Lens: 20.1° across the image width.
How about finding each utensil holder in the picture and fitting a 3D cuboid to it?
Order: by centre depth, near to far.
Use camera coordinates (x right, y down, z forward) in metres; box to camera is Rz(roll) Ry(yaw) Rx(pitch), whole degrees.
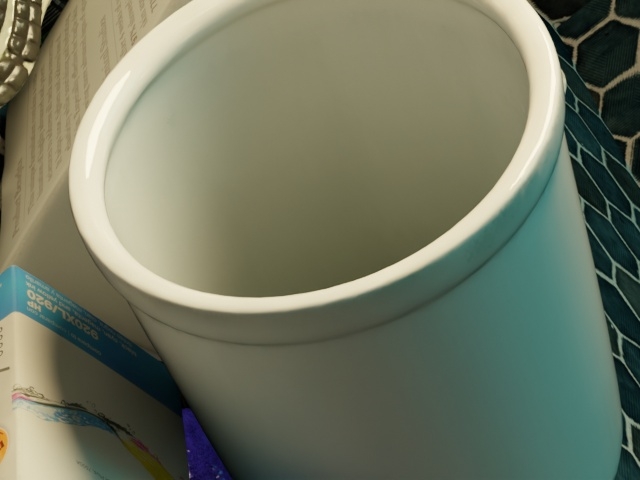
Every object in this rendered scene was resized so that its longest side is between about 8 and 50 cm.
[{"bbox_3d":[0.042,0.042,1.290,0.385,0.327,0.328,68,4,-45],"label":"utensil holder"}]

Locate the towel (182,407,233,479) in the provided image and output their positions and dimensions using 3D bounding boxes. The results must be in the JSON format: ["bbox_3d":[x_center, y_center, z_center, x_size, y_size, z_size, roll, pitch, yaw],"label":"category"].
[{"bbox_3d":[-0.028,0.281,1.570,0.227,0.076,0.308,16,41,-60],"label":"towel"}]

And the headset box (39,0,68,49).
[{"bbox_3d":[-0.210,-0.209,1.916,0.283,0.131,0.246,47,21,-17],"label":"headset box"}]

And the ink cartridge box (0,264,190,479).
[{"bbox_3d":[-0.202,0.177,1.226,0.168,0.171,0.233,39,23,-33],"label":"ink cartridge box"}]

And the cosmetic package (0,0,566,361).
[{"bbox_3d":[-0.053,-0.126,1.592,0.327,0.394,0.329,25,26,-22],"label":"cosmetic package"}]

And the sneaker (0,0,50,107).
[{"bbox_3d":[-0.335,-0.203,1.618,0.158,0.182,0.410,45,46,-18],"label":"sneaker"}]

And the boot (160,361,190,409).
[{"bbox_3d":[-0.132,0.078,1.695,0.197,0.073,0.152,38,20,-41],"label":"boot"}]
